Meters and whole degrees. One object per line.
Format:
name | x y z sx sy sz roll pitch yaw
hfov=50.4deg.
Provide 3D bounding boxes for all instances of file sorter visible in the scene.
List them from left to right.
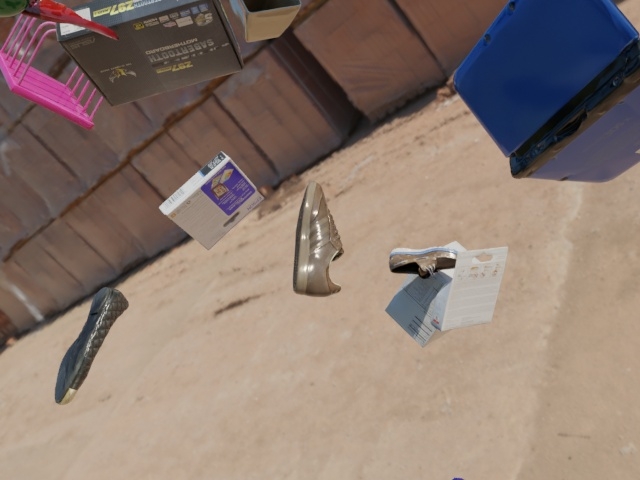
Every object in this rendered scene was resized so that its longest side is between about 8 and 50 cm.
file sorter | -0.644 -0.441 1.673 0.182 0.202 0.290 -55 42 9

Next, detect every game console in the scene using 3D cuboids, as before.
game console | 0.361 -0.218 0.924 0.293 0.250 0.173 127 142 -63

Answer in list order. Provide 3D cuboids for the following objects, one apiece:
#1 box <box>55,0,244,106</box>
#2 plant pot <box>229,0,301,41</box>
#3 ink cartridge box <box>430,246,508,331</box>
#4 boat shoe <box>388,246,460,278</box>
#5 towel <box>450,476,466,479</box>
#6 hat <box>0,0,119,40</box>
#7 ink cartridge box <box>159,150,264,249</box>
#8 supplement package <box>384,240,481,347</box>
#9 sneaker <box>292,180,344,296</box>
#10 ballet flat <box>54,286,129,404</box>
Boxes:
box | -0.250 -0.300 1.033 0.232 0.059 0.183 -14 -20 2
plant pot | -0.113 -0.437 1.279 0.109 0.109 0.096 -18 -22 -24
ink cartridge box | 0.308 0.095 1.413 0.145 0.179 0.045 -5 21 -31
boat shoe | 0.256 0.060 1.647 0.183 0.066 0.066 -2 48 21
towel | 0.203 0.555 1.110 0.076 0.308 0.228 2 45 -2
hat | -0.390 -0.278 0.836 0.208 0.184 0.173 -28 25 -3
ink cartridge box | -0.265 -0.095 1.698 0.206 0.208 0.045 -43 57 -2
supplement package | 0.316 0.140 1.805 0.194 0.149 0.203 -18 -36 -49
sneaker | 0.000 0.000 1.030 0.066 0.071 0.189 118 159 -62
ballet flat | -0.313 0.146 0.936 0.057 0.049 0.173 -2 57 41
